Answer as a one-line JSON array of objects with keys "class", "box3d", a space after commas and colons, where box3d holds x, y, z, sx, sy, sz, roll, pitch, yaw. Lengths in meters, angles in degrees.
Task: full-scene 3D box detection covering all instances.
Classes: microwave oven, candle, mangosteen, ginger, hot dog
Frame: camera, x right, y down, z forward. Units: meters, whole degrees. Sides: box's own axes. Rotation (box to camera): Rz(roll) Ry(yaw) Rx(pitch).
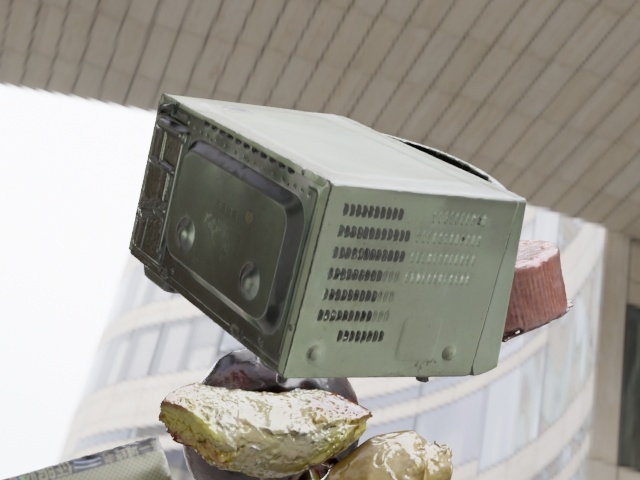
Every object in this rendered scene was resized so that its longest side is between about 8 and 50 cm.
[{"class": "microwave oven", "box3d": [0.000, 0.000, 1.449, 0.333, 0.247, 0.394, 2, 18, -34]}, {"class": "candle", "box3d": [0.193, 0.071, 1.802, 0.316, 0.131, 0.287, -17, 12, -22]}, {"class": "mangosteen", "box3d": [-0.076, 0.309, 1.966, 0.297, 0.297, 0.293, 18, 0, -8]}, {"class": "ginger", "box3d": [0.017, 0.208, 0.884, 0.190, 0.069, 0.095, -43, -32, 1]}, {"class": "hot dog", "box3d": [-0.044, 0.146, 0.918, 0.168, 0.078, 0.061, 8, -69, -18]}]

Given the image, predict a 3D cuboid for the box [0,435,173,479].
[{"class": "box", "box3d": [-0.244, 0.279, 1.050, 0.198, 0.084, 0.310, -12, -23, -24]}]
